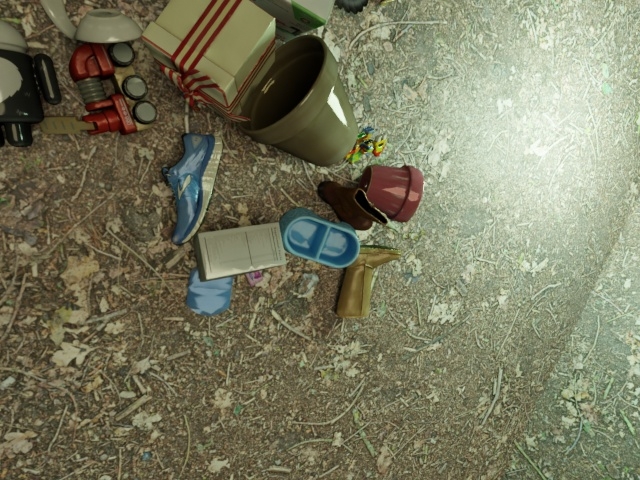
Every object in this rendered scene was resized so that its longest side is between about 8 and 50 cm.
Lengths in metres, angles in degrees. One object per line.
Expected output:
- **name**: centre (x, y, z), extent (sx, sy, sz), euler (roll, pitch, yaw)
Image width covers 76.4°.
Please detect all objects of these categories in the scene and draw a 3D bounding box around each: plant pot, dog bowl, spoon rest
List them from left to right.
- **spoon rest**: centre (-0.529, -0.495, 0.937), extent (0.137, 0.276, 0.084), euler (-43, 153, -41)
- **plant pot**: centre (-0.037, -0.372, 1.194), extent (0.280, 0.323, 0.323), euler (34, 85, -45)
- **dog bowl**: centre (0.000, 0.000, 1.371), extent (0.297, 0.074, 0.166), euler (19, 99, -17)
- **plant pot**: centre (0.236, -0.180, 1.428), extent (0.180, 0.201, 0.202), euler (14, 95, -13)

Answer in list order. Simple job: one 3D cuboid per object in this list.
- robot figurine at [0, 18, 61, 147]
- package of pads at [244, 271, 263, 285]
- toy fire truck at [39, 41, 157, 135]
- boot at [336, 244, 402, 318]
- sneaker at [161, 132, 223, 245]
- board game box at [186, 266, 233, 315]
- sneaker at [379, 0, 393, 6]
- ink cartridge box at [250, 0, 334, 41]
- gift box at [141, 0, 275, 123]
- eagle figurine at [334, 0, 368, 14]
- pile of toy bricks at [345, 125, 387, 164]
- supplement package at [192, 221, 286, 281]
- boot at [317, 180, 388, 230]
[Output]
- **robot figurine**: centre (-0.724, -0.346, 0.894), extent (0.209, 0.173, 0.278), euler (-27, 118, -58)
- **package of pads**: centre (-0.226, 0.103, 1.337), extent (0.050, 0.032, 0.083), euler (-29, 114, -19)
- **toy fire truck**: centre (-0.571, -0.356, 1.004), extent (0.246, 0.158, 0.217), euler (-28, 114, -30)
- **boot**: centre (0.182, 0.153, 1.531), extent (0.236, 0.089, 0.270), euler (3, 100, -15)
- **sneaker**: centre (-0.383, -0.149, 1.163), extent (0.147, 0.130, 0.330), euler (14, 92, -15)
- **board game box**: centre (-0.351, 0.152, 1.286), extent (0.133, 0.033, 0.169), euler (7, 94, -23)
- **sneaker**: centre (0.224, -0.813, 1.359), extent (0.083, 0.032, 0.037), euler (-38, 102, -20)
- **ink cartridge box**: centre (-0.108, -0.649, 1.083), extent (0.201, 0.278, 0.117), euler (15, 98, -29)
- **gift box**: centre (-0.256, -0.458, 1.022), extent (0.276, 0.255, 0.258), euler (34, 85, 1)
- **eagle figurine**: centre (0.100, -0.879, 1.214), extent (0.226, 0.225, 0.298), euler (-8, 147, 15)
- **pile of toy bricks**: centre (0.122, -0.311, 1.393), extent (0.212, 0.118, 0.105), euler (-29, 143, -36)
- **supplement package**: centre (-0.246, 0.035, 1.234), extent (0.243, 0.134, 0.139), euler (-9, 86, -25)
- **boot**: centre (0.141, -0.099, 1.335), extent (0.096, 0.280, 0.264), euler (-48, 118, -9)
